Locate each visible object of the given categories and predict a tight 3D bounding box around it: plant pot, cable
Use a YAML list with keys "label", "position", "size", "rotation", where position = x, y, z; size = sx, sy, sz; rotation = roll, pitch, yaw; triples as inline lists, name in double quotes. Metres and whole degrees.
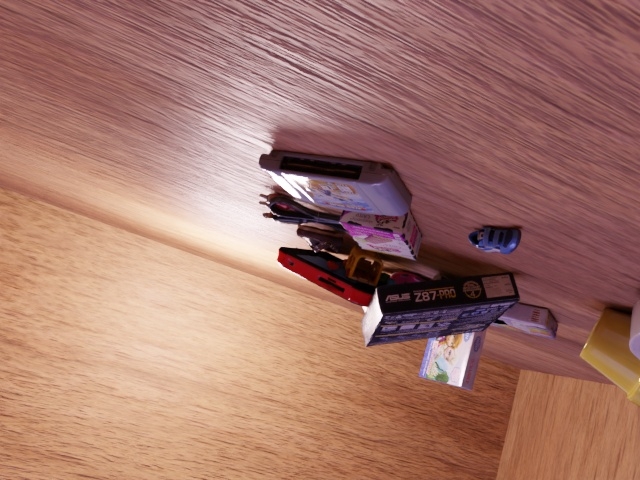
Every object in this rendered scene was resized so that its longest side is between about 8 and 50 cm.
- label: "plant pot"
  position: [0.878, 0.316, 1.627]
  size: [0.239, 0.254, 0.254]
  rotation: [28, 174, 24]
- label: "cable"
  position: [-0.029, -0.082, 1.565]
  size: [0.287, 0.072, 0.139]
  rotation: [4, 153, 2]

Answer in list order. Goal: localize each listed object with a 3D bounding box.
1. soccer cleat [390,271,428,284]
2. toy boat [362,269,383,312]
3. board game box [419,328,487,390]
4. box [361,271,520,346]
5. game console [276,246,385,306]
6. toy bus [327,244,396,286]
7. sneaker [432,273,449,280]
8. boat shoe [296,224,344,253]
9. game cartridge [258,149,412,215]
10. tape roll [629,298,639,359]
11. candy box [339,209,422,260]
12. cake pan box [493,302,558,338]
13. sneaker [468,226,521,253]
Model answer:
- label: "soccer cleat"
  position: [0.377, 0.202, 2.090]
  size: [0.331, 0.116, 0.143]
  rotation: [23, 178, -12]
- label: "toy boat"
  position: [0.274, 0.221, 2.136]
  size: [0.148, 0.267, 0.318]
  rotation: [-40, 137, 25]
- label: "board game box"
  position: [0.589, 0.481, 2.582]
  size: [0.066, 0.318, 0.318]
  rotation: [22, 167, -21]
- label: "box"
  position: [0.337, 0.209, 1.706]
  size: [0.395, 0.097, 0.318]
  rotation: [-6, 153, -7]
- label: "game console"
  position: [0.077, 0.110, 1.910]
  size: [0.386, 0.060, 0.342]
  rotation: [26, -166, 30]
- label: "toy bus"
  position: [0.135, 0.064, 1.809]
  size: [0.202, 0.104, 0.191]
  rotation: [30, -163, 34]
- label: "sneaker"
  position: [0.464, 0.199, 1.929]
  size: [0.110, 0.107, 0.275]
  rotation: [21, 175, 45]
- label: "boat shoe"
  position: [0.000, 0.000, 1.687]
  size: [0.073, 0.073, 0.207]
  rotation: [20, -176, 38]
- label: "game cartridge"
  position: [0.036, -0.119, 1.243]
  size: [0.297, 0.062, 0.198]
  rotation: [11, 163, 28]
- label: "tape roll"
  position: [0.869, 0.218, 1.327]
  size: [0.286, 0.100, 0.286]
  rotation: [17, 153, 9]
- label: "candy box"
  position: [0.156, -0.026, 1.449]
  size: [0.159, 0.071, 0.233]
  rotation: [12, 168, 22]
- label: "cake pan box"
  position: [0.696, 0.274, 2.083]
  size: [0.267, 0.070, 0.246]
  rotation: [11, 165, 31]
- label: "sneaker"
  position: [0.383, -0.002, 1.281]
  size: [0.059, 0.053, 0.144]
  rotation: [23, 166, -18]
